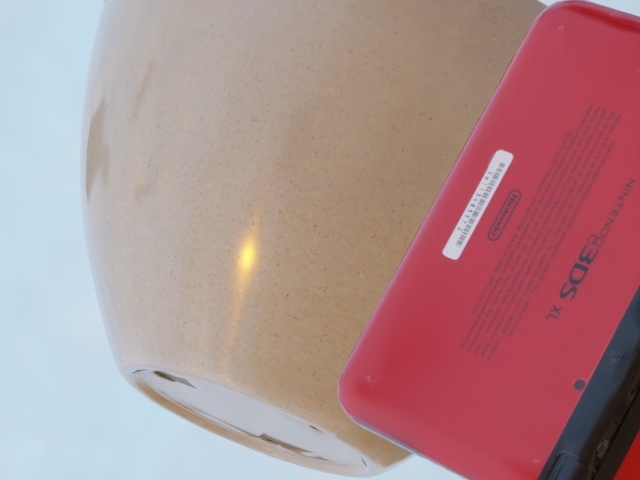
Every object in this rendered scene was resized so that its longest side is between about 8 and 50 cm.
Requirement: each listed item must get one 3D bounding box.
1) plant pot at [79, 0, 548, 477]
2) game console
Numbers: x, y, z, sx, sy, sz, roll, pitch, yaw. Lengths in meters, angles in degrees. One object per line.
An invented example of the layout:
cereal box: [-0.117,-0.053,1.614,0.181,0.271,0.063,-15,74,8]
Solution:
plant pot: [0.000,0.000,0.897,0.191,0.284,0.284,-68,-25,-16]
game console: [0.097,0.020,0.555,0.144,0.124,0.085,-61,-35,-8]
